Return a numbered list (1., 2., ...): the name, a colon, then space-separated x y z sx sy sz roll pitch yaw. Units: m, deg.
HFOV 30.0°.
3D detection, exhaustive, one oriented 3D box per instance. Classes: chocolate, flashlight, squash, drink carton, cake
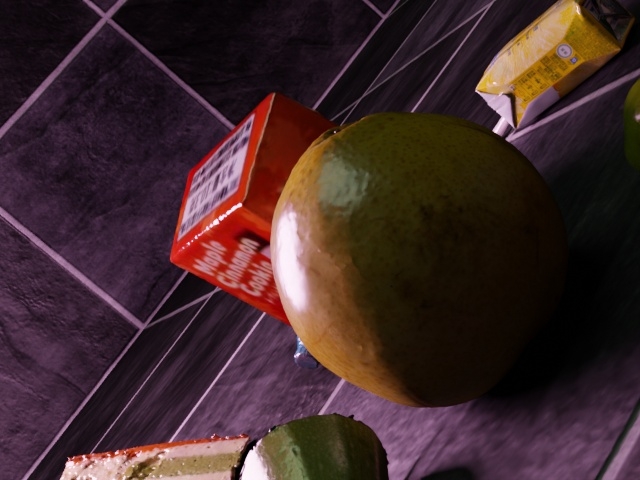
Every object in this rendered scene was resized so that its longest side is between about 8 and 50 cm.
1. chocolate: 0.000 0.000 1.039 0.237 0.234 0.108 -27 35 64
2. flashlight: 0.009 0.079 1.225 0.051 0.051 0.129 -39 20 45
3. squash: 0.008 0.184 0.755 0.105 0.105 0.132 -48 23 9
4. drink carton: 0.212 -0.168 1.177 0.200 0.074 0.084 -38 15 42
5. cake: -0.163 0.278 1.240 0.220 0.117 0.086 -10 29 18

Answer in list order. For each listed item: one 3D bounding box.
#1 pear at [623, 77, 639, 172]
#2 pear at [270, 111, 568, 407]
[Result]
1. pear: 0.230 -0.076 0.730 0.097 0.092 0.092 -48 10 11
2. pear: 0.061 0.006 0.830 0.209 0.209 0.209 -47 10 11
